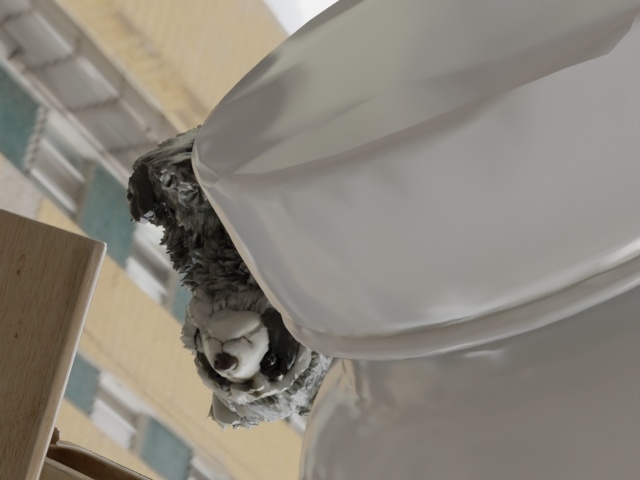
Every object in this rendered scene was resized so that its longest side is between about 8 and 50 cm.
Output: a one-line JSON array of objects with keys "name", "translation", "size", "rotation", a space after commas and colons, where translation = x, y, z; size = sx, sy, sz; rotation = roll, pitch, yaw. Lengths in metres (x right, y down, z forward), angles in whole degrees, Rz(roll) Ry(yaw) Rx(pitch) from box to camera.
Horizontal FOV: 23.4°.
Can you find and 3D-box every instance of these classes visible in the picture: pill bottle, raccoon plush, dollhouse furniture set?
[{"name": "pill bottle", "translation": [0.138, 0.104, 0.444], "size": [0.229, 0.408, 0.229], "rotation": [-27, -162, 10]}, {"name": "raccoon plush", "translation": [0.000, 0.000, 1.625], "size": [0.216, 0.299, 0.446], "rotation": [-2, -158, 42]}, {"name": "dollhouse furniture set", "translation": [-0.095, 0.056, 0.589], "size": [0.144, 0.151, 0.123], "rotation": [16, -90, 39]}]
